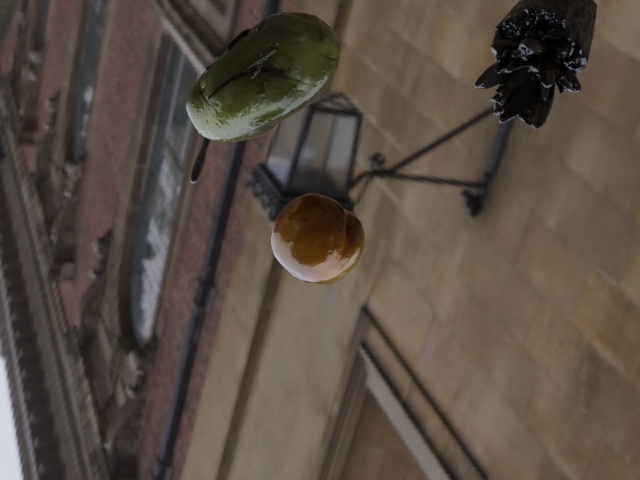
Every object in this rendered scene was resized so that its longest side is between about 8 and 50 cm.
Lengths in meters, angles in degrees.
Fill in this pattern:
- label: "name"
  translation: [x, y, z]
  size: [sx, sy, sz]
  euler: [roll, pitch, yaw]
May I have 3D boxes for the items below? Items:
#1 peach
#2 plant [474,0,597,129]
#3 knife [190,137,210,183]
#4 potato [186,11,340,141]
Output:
- label: "peach"
  translation: [0.000, 0.000, 1.618]
  size: [0.138, 0.138, 0.138]
  euler: [13, -157, -6]
- label: "plant"
  translation: [0.431, -0.378, 2.208]
  size: [0.181, 0.194, 0.320]
  euler: [48, -128, -21]
- label: "knife"
  translation: [-0.195, -0.167, 1.869]
  size: [0.018, 0.035, 0.247]
  euler: [13, -144, -5]
- label: "potato"
  translation: [-0.085, -0.239, 1.621]
  size: [0.143, 0.248, 0.169]
  euler: [57, -174, -1]
